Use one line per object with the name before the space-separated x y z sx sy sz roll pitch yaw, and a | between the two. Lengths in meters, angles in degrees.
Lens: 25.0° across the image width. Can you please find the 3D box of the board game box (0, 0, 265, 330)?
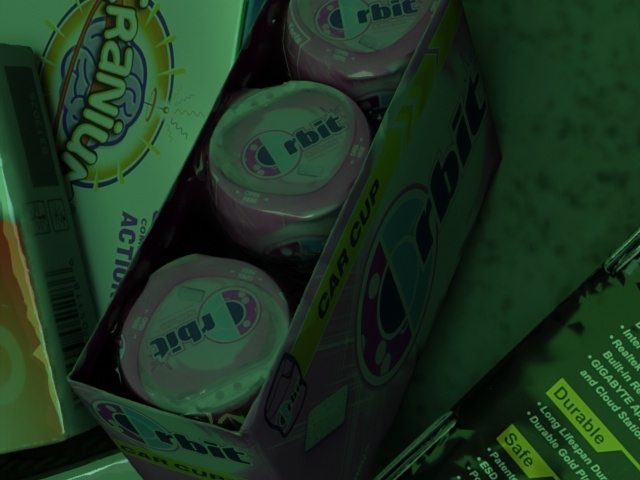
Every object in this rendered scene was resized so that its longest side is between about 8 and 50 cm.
board game box | -0.160 -0.106 0.584 0.316 0.064 0.242 13 99 18

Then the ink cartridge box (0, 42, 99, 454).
ink cartridge box | -0.176 0.015 0.544 0.179 0.045 0.145 -13 90 18

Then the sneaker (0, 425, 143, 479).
sneaker | -0.140 0.132 0.601 0.290 0.106 0.123 -20 115 12

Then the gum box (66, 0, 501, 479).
gum box | 0.000 0.000 0.487 0.062 0.107 0.188 12 61 23

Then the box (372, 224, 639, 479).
box | 0.176 0.148 0.459 0.257 0.079 0.322 -45 72 13
